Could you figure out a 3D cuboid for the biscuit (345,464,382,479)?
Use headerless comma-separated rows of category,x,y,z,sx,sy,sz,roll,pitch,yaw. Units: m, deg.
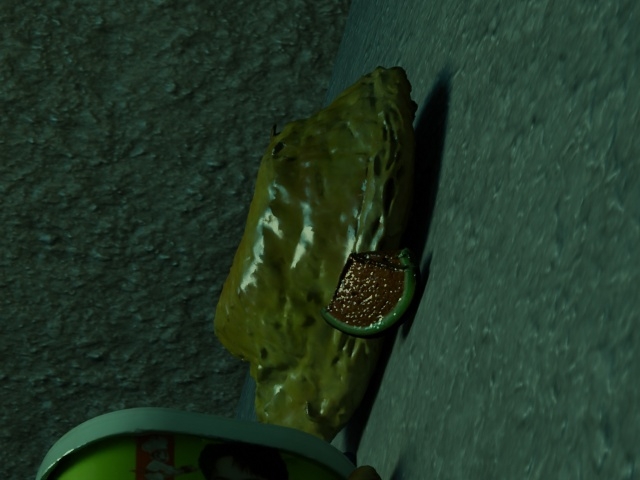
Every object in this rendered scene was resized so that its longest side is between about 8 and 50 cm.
biscuit,0.018,0.258,0.878,0.176,0.031,0.228,-42,-50,-47

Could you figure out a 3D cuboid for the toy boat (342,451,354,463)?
toy boat,-0.057,0.225,1.318,0.080,0.229,0.045,5,99,48

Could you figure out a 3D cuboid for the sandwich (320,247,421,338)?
sandwich,0.047,0.043,1.276,0.026,0.069,0.101,-28,-31,-53

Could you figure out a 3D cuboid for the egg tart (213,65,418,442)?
egg tart,0.000,0.000,1.459,0.339,0.153,0.351,-78,5,-56

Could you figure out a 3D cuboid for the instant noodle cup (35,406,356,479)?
instant noodle cup,-0.097,0.324,1.103,0.307,0.294,0.294,-92,16,-50
